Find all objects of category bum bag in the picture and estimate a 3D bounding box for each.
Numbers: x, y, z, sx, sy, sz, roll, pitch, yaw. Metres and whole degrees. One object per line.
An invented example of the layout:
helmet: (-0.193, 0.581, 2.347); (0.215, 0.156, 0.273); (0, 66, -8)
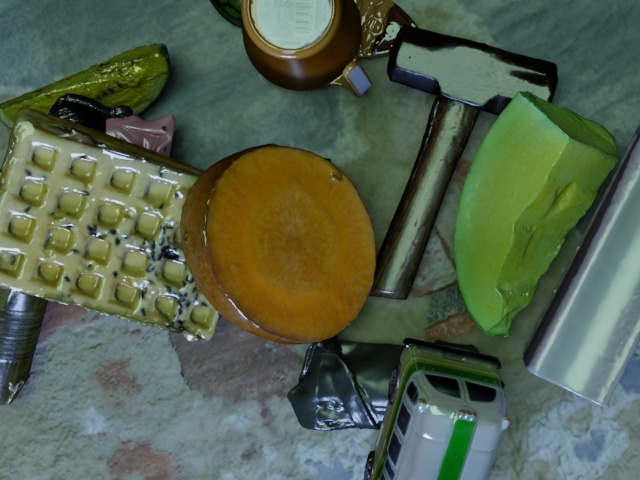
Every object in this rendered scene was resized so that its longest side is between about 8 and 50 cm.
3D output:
bum bag: (0.104, 0.208, 1.388); (0.326, 0.079, 0.142); (-3, 92, 12)

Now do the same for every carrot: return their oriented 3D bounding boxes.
carrot: (-0.052, 0.011, 1.352); (0.258, 0.100, 0.307); (-40, 103, -14)

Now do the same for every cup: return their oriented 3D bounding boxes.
cup: (-0.016, -0.293, 1.338); (0.226, 0.264, 0.182); (43, 96, -2)

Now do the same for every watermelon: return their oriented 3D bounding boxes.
watermelon: (-0.367, -0.240, 1.505); (0.301, 0.129, 0.123); (-18, 78, 7)
watermelon: (-0.139, -0.407, 1.485); (0.094, 0.125, 0.135); (-45, 45, -6)

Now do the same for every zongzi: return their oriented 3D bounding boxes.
zongzi: (-0.560, 0.137, 1.553); (0.241, 0.111, 0.248); (21, 97, 32)

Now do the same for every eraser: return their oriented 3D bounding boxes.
eraser: (0.392, 0.024, 1.233); (0.122, 0.272, 0.359); (26, 93, 13)

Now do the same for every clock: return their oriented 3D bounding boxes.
clock: (-0.335, -0.120, 1.466); (0.195, 0.100, 0.194); (12, 96, -16)

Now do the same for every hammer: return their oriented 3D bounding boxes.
hammer: (0.167, -0.098, 1.388); (0.242, 0.095, 0.409); (21, 95, 9)

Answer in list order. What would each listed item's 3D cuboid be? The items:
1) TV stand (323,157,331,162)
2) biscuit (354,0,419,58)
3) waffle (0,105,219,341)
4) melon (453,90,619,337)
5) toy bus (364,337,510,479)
TV stand: (0.000, 0.000, 1.442); (0.042, 0.036, 0.249); (-10, 83, 47)
biscuit: (0.021, -0.348, 1.472); (0.280, 0.043, 0.183); (19, 94, 17)
waffle: (-0.298, -0.012, 1.391); (0.376, 0.114, 0.261); (20, 95, -19)
melon: (0.279, -0.030, 1.318); (0.196, 0.124, 0.324); (17, 108, -28)
toy bus: (0.148, 0.310, 1.280); (0.143, 0.179, 0.306); (13, 108, -6)
